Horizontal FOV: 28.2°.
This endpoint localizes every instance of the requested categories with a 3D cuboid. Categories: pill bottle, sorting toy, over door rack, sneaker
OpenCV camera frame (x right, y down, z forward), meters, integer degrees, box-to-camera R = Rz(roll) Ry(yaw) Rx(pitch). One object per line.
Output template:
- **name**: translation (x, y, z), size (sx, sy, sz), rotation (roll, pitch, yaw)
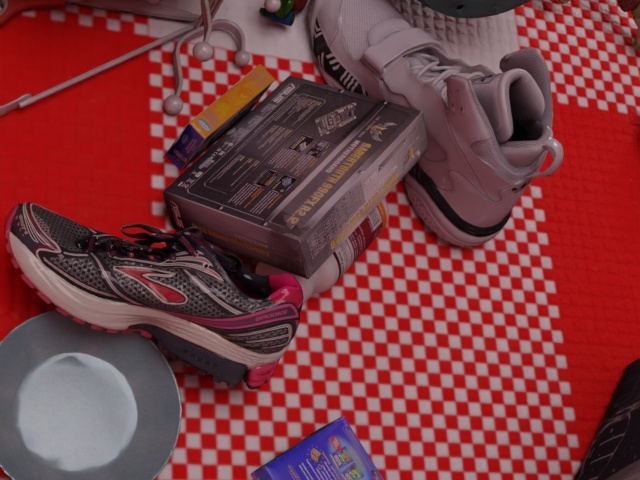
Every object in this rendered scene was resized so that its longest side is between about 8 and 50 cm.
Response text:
- **pill bottle**: translation (0.000, 0.000, 1.366), size (0.086, 0.086, 0.152), rotation (44, 57, -1)
- **sorting toy**: translation (-0.047, -0.286, 1.492), size (0.042, 0.061, 0.102), rotation (18, 18, 15)
- **over door rack**: translation (-0.176, -0.218, 1.293), size (0.324, 0.239, 0.108), rotation (-18, 72, -30)
- **sneaker**: translation (-0.161, 0.030, 1.238), size (0.299, 0.112, 0.121), rotation (24, 22, -14)
- **sneaker**: translation (0.135, -0.186, 1.440), size (0.137, 0.210, 0.366), rotation (-26, 80, -32)

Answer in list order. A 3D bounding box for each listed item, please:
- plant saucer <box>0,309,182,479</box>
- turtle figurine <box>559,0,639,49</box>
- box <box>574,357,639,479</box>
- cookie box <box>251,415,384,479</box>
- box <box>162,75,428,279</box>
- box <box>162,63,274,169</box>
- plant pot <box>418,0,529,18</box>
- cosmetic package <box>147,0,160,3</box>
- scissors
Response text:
- **plant saucer**: translation (-0.230, 0.161, 1.213), size (0.195, 0.037, 0.195), rotation (10, 64, -21)
- **turtle figurine**: translation (0.368, -0.390, 1.711), size (0.266, 0.274, 0.198), rotation (47, 31, -23)
- **box**: translation (0.452, 0.297, 1.212), size (0.297, 0.480, 0.472), rotation (36, 57, -5)
- **cookie box**: translation (0.000, 0.243, 1.282), size (0.107, 0.040, 0.092), rotation (-27, 81, -33)
- **box**: translation (-0.023, -0.074, 1.347), size (0.183, 0.056, 0.231), rotation (19, 50, 31)
- **box**: translation (-0.112, -0.128, 1.374), size (0.028, 0.081, 0.136), rotation (44, 57, -2)
- **plant pot**: translation (0.176, -0.407, 1.494), size (0.293, 0.293, 0.235), rotation (-1, 60, -26)
- **cosmetic package**: translation (-0.252, -0.497, 1.328), size (0.453, 0.161, 0.230), rotation (63, 15, 11)
- **scissors**: translation (-0.279, -0.280, 1.399), size (0.297, 0.021, 0.109), rotation (-9, 70, -27)
